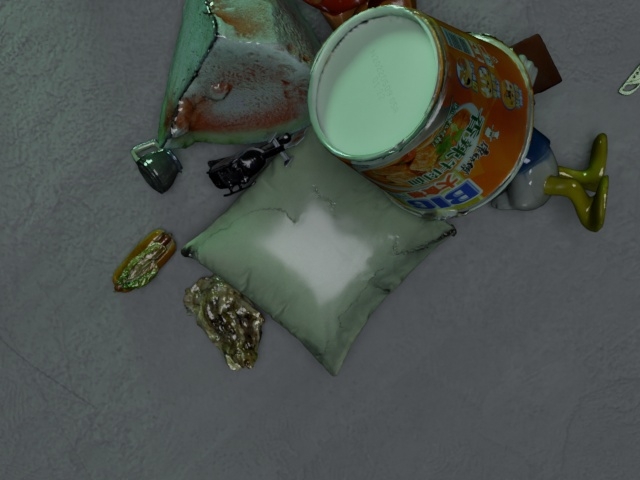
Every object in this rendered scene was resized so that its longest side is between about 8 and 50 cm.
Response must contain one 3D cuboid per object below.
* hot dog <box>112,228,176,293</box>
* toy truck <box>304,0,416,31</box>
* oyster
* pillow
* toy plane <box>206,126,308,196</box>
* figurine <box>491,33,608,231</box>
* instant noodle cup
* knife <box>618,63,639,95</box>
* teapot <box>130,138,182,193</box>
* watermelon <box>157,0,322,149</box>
[{"bbox_3d":[-0.280,0.037,1.944,0.056,0.041,0.133,45,93,-5],"label":"hot dog"},{"bbox_3d":[0.032,-0.417,1.846,0.189,0.239,0.265,-39,55,-1],"label":"toy truck"},{"bbox_3d":[-0.141,0.125,1.955,0.108,0.053,0.165,-35,89,-8],"label":"oyster"},{"bbox_3d":[0.000,0.000,1.903,0.310,0.119,0.312,41,88,-3],"label":"pillow"},{"bbox_3d":[-0.105,-0.123,1.870,0.197,0.078,0.053,-21,116,31],"label":"toy plane"},{"bbox_3d":[0.270,-0.170,1.864,0.338,0.204,0.283,4,115,8],"label":"figurine"},{"bbox_3d":[0.130,-0.195,1.740,0.296,0.214,0.296,-11,71,34],"label":"instant noodle cup"},{"bbox_3d":[0.547,-0.307,1.941,0.030,0.014,0.207,42,95,-7],"label":"knife"},{"bbox_3d":[-0.255,-0.120,1.923,0.057,0.066,0.088,-39,73,-16],"label":"teapot"},{"bbox_3d":[-0.106,-0.253,1.824,0.290,0.214,0.319,24,90,4],"label":"watermelon"}]
